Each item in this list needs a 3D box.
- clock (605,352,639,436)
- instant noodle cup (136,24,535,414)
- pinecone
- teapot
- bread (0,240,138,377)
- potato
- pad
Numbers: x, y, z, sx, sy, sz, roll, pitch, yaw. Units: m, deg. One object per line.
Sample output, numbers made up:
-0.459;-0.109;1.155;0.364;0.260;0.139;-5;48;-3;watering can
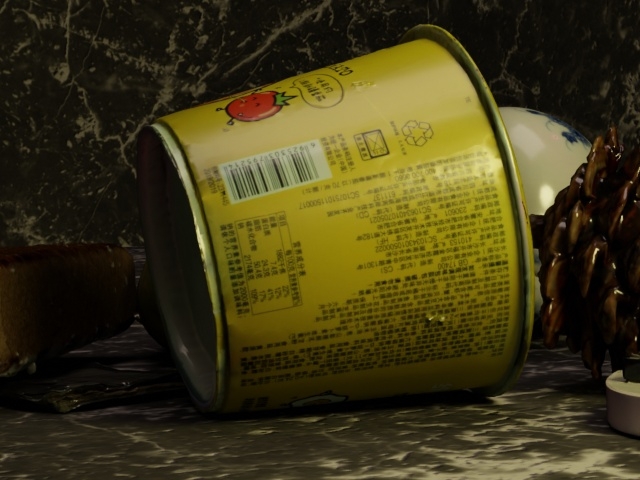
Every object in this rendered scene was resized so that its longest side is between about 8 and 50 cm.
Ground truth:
0.296;0.108;1.369;0.198;0.064;0.172;-3;5;-41;clock
0.000;0.000;1.484;0.254;0.326;0.325;-12;6;-16;instant noodle cup
0.299;0.023;1.527;0.272;0.224;0.224;20;11;21;pinecone
0.178;-0.024;1.933;0.280;0.252;0.424;13;13;-35;teapot
-0.303;0.061;1.688;0.165;0.113;0.416;0;3;11;bread
-0.130;0.064;1.845;0.111;0.160;0.271;-44;6;-5;potato
-0.235;0.127;1.621;0.174;0.022;0.233;-5;4;-41;pad
